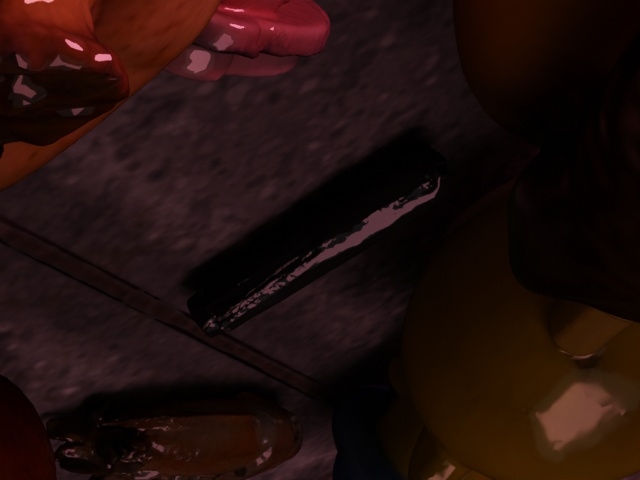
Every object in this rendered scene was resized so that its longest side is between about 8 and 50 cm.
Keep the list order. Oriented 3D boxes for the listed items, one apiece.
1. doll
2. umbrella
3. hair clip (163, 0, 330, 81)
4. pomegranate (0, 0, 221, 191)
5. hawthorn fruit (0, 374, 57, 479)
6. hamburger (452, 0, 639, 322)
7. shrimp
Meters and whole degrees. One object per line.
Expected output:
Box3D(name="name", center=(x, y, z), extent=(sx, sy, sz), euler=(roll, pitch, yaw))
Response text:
Box3D(name="doll", center=(0.103, 0.057, 0.966), extent=(0.199, 0.145, 0.363), euler=(-43, 174, -27))
Box3D(name="umbrella", center=(0.000, 0.000, 0.871), extent=(0.133, 0.031, 0.036), euler=(-32, 154, 8))
Box3D(name="hair clip", center=(-0.067, -0.081, 0.522), extent=(0.102, 0.138, 0.123), euler=(-40, 161, 34))
Box3D(name="pomegranate", center=(-0.106, -0.093, 0.368), extent=(0.215, 0.215, 0.215), euler=(-24, 155, -12))
Box3D(name="hawthorn fruit", center=(-0.167, 0.109, 0.802), extent=(0.125, 0.140, 0.125), euler=(-6, 121, -11))
Box3D(name="hamburger", center=(0.237, -0.088, 0.660), extent=(0.396, 0.277, 0.396), euler=(-25, 159, -10))
Box3D(name="shrimp", center=(-0.079, 0.105, 0.992), extent=(0.099, 0.041, 0.180), euler=(-25, 161, 28))
